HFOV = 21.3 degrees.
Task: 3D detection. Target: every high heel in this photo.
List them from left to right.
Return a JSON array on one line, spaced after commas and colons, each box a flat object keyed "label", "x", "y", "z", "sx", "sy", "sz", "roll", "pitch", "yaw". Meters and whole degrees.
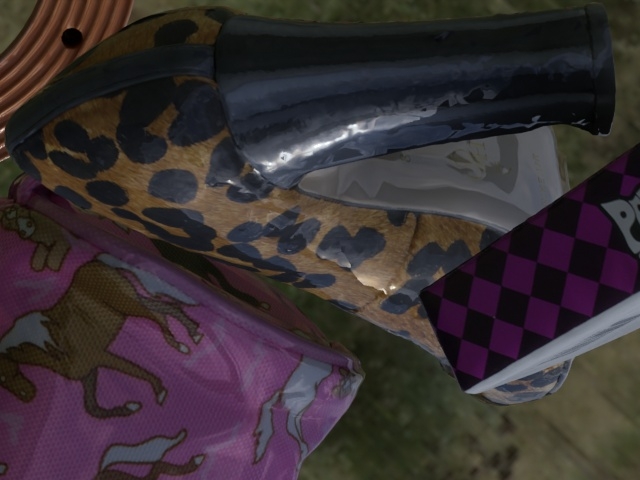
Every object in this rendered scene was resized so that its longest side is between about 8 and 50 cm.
[{"label": "high heel", "x": 0.000, "y": 0.000, "z": 0.609, "sx": 0.186, "sy": 0.093, "sz": 0.261, "roll": -5, "pitch": 152, "yaw": 1}]

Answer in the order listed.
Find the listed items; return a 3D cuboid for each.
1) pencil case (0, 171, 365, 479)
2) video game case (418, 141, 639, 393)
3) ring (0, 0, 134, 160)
[{"label": "pencil case", "x": -0.135, "y": 0.164, "z": 0.663, "sx": 0.167, "sy": 0.160, "sz": 0.386, "roll": 27, "pitch": 92, "yaw": -54}, {"label": "video game case", "x": 0.168, "y": -0.039, "z": 0.478, "sx": 0.210, "sy": 0.042, "sz": 0.232, "roll": -20, "pitch": 169, "yaw": -33}, {"label": "ring", "x": -0.284, "y": -0.199, "z": 1.096, "sx": 0.336, "sy": 0.336, "sz": 0.032, "roll": -50, "pitch": -160, "yaw": 9}]
